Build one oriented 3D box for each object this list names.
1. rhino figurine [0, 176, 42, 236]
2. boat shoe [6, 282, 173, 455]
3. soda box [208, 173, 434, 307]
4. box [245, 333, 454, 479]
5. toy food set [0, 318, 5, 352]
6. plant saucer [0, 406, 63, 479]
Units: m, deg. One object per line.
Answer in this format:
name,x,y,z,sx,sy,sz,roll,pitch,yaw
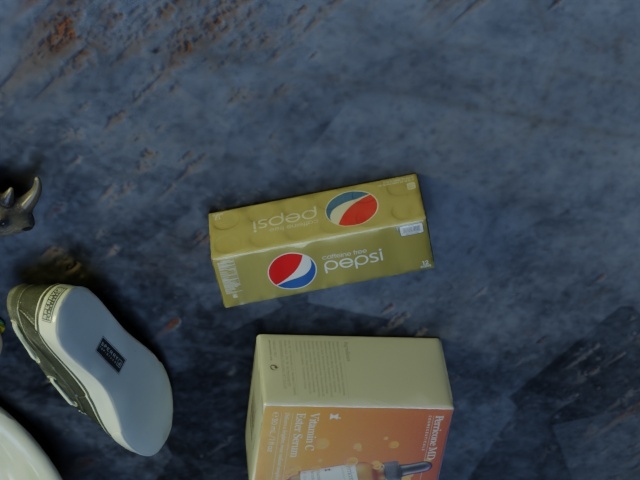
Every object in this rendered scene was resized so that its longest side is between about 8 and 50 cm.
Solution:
rhino figurine,-0.331,0.004,1.518,0.243,0.073,0.106,-25,132,13
boat shoe,-0.199,0.108,1.629,0.070,0.077,0.219,8,144,34
soda box,0.000,0.000,1.557,0.181,0.061,0.058,-10,131,2
box,0.023,0.162,1.680,0.170,0.091,0.130,1,130,-7
toy food set,-0.317,0.089,1.625,0.083,0.020,0.083,26,123,-26
plant saucer,-0.395,0.308,1.607,0.400,0.400,0.100,27,151,-26
